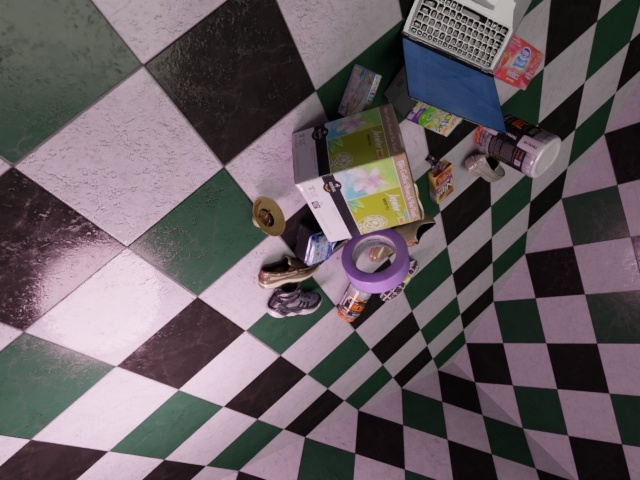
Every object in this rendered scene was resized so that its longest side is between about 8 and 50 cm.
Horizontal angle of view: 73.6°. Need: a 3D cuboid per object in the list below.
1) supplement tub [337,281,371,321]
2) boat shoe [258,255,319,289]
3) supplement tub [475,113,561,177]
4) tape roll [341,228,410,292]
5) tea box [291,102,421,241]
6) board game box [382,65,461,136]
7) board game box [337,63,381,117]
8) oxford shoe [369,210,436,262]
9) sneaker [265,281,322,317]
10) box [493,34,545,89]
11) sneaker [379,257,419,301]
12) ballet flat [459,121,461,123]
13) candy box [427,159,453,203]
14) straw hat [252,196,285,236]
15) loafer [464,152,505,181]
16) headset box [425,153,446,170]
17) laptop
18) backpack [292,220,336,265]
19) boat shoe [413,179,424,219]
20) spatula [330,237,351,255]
[{"bbox_3d":[0.159,0.287,2.036,0.117,0.117,0.190,-2,125,-43],"label":"supplement tub"},{"bbox_3d":[-0.114,0.105,1.623,0.258,0.095,0.095,-20,131,-30],"label":"boat shoe"},{"bbox_3d":[0.847,-0.423,1.859,0.194,0.316,0.193,-26,139,-25],"label":"supplement tub"},{"bbox_3d":[0.228,0.077,1.771,0.275,0.275,0.090,-38,142,-10],"label":"tape roll"},{"bbox_3d":[0.120,-0.198,1.348,0.324,0.219,0.329,-16,145,13],"label":"tea box"},{"bbox_3d":[0.374,-0.481,1.471,0.275,0.142,0.144,3,136,-45],"label":"board game box"},{"bbox_3d":[0.117,-0.447,1.310,0.026,0.103,0.154,-6,129,-41],"label":"board game box"},{"bbox_3d":[0.371,-0.012,1.945,0.348,0.130,0.123,-43,143,-4],"label":"oxford shoe"},{"bbox_3d":[-0.087,0.224,1.749,0.269,0.101,0.153,-6,131,-37],"label":"sneaker"},{"bbox_3d":[0.675,-0.680,1.589,0.300,0.154,0.142,-1,125,-42],"label":"box"},{"bbox_3d":[0.423,0.216,2.242,0.275,0.107,0.110,-47,153,2],"label":"sneaker"},{"bbox_3d":[0.513,-0.532,1.641,0.072,0.068,0.213,-42,143,-3],"label":"ballet flat"},{"bbox_3d":[0.548,-0.264,1.943,0.109,0.053,0.186,-39,144,-9],"label":"candy box"},{"bbox_3d":[-0.187,-0.071,1.403,0.061,0.144,0.144,-21,158,35],"label":"straw hat"},{"bbox_3d":[0.815,-0.352,2.050,0.320,0.112,0.111,0,159,-44],"label":"loafer"},{"bbox_3d":[0.492,-0.330,1.817,0.083,0.062,0.032,13,115,-50],"label":"headset box"},{"bbox_3d":[0.463,-0.596,1.288,0.382,0.236,0.407,12,118,-23],"label":"laptop"},{"bbox_3d":[0.000,0.000,1.614,0.173,0.117,0.158,-16,135,-37],"label":"backpack"},{"bbox_3d":[0.392,-0.170,1.855,0.073,0.080,0.223,-27,128,-2],"label":"boat shoe"},{"bbox_3d":[0.127,-0.025,1.781,0.296,0.030,0.084,-42,142,-5],"label":"spatula"}]
